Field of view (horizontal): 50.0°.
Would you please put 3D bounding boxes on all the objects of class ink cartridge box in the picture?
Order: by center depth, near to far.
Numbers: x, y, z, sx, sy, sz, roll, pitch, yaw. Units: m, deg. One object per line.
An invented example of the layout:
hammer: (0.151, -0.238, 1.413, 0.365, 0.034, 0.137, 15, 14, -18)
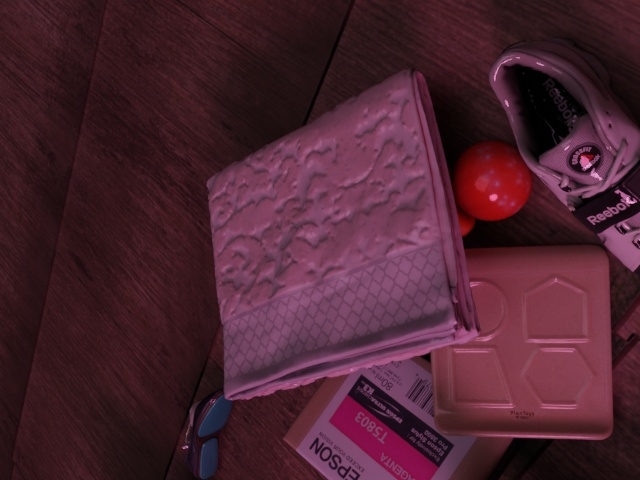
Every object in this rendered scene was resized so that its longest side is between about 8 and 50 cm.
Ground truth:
ink cartridge box: (0.101, 0.242, 0.849, 0.234, 0.088, 0.193, 32, 83, 31)

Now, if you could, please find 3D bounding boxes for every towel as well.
towel: (0.000, 0.000, 0.796, 0.331, 0.053, 0.317, -23, 63, 31)

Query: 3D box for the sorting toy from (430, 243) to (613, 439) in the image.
sorting toy: (0.219, 0.111, 0.762, 0.192, 0.038, 0.209, -2, 91, 14)

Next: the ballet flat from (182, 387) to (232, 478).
ballet flat: (-0.207, 0.330, 1.210, 0.074, 0.074, 0.203, 31, 121, 32)

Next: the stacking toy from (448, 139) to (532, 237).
stacking toy: (0.102, -0.017, 0.829, 0.330, 0.141, 0.141, -26, 83, 37)

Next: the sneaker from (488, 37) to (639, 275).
sneaker: (0.273, -0.059, 0.656, 0.331, 0.146, 0.122, 53, 127, 18)
